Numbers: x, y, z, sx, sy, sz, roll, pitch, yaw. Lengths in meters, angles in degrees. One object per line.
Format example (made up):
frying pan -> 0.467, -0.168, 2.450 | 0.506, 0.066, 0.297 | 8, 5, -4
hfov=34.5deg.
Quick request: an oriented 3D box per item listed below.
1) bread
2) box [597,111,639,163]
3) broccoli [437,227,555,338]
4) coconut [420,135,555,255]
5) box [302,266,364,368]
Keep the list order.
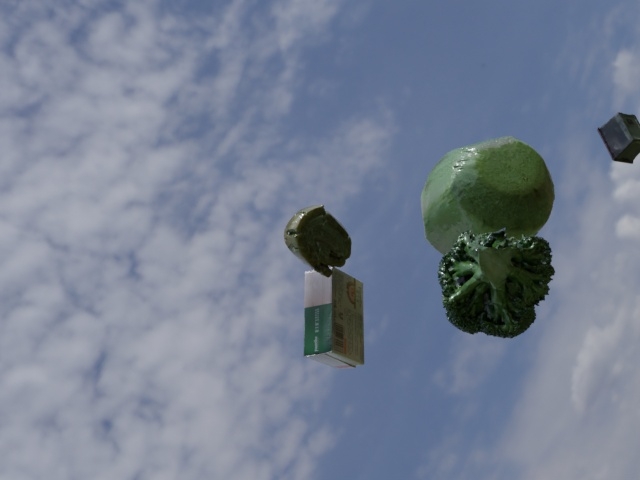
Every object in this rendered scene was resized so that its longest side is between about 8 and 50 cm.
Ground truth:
bread -> 0.000, 0.000, 2.144 | 0.156, 0.064, 0.117 | 40, -101, -28
box -> 0.594, -0.202, 2.017 | 0.060, 0.084, 0.063 | 6, -36, -32
broccoli -> 0.277, 0.064, 1.638 | 0.195, 0.195, 0.156 | -55, -8, -20
coconut -> 0.371, -0.085, 2.357 | 0.328, 0.281, 0.328 | -50, -5, -5
box -> 0.031, 0.170, 2.248 | 0.135, 0.081, 0.199 | 30, -124, -51
